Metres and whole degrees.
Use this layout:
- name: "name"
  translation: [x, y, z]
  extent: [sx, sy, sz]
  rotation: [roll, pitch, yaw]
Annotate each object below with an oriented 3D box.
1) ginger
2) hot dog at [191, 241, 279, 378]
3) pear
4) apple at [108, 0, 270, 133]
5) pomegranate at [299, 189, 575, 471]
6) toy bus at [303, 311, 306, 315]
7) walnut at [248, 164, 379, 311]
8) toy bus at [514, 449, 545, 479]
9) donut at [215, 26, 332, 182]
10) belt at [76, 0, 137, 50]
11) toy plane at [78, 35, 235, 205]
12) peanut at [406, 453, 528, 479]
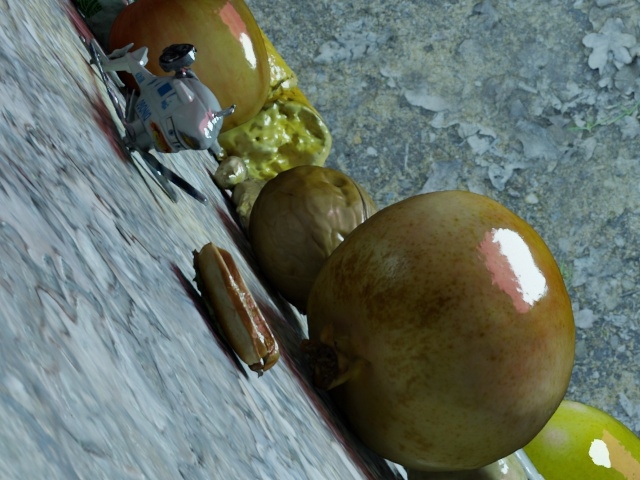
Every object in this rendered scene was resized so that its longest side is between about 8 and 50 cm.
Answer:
- name: "ginger"
  translation: [-0.073, -0.036, 2.203]
  extent: [0.133, 0.059, 0.214]
  rotation: [47, 6, -38]
- name: "hot dog"
  translation: [-0.075, 0.058, 1.419]
  extent: [0.056, 0.041, 0.133]
  rotation: [33, 26, -60]
- name: "pear"
  translation: [0.344, 0.349, 2.486]
  extent: [0.336, 0.285, 0.285]
  rotation: [54, 3, 19]
- name: "apple"
  translation: [-0.143, -0.208, 1.961]
  extent: [0.199, 0.199, 0.199]
  rotation: [55, 3, -4]
- name: "pomegranate"
  translation: [0.120, 0.098, 1.825]
  extent: [0.319, 0.319, 0.319]
  rotation: [55, 3, -4]
- name: "toy bus"
  translation: [-0.009, 0.071, 2.172]
  extent: [0.031, 0.043, 0.110]
  rotation: [55, 3, 4]
- name: "walnut"
  translation: [0.000, 0.000, 2.019]
  extent: [0.167, 0.167, 0.207]
  rotation: [52, 3, -39]
- name: "toy bus"
  translation: [0.158, 0.234, 2.096]
  extent: [0.342, 0.138, 0.097]
  rotation: [58, 6, 16]
- name: "donut"
  translation: [-0.150, -0.253, 2.404]
  extent: [0.377, 0.163, 0.435]
  rotation: [55, 4, 20]
- name: "belt"
  translation: [-0.234, -0.270, 2.076]
  extent: [0.121, 0.079, 0.151]
  rotation: [58, 5, 37]
- name: "toy plane"
  translation: [-0.153, -0.136, 1.683]
  extent: [0.182, 0.107, 0.273]
  rotation: [59, -2, -13]
- name: "peanut"
  translation: [0.193, 0.316, 1.921]
  extent: [0.253, 0.122, 0.137]
  rotation: [59, -13, 17]
